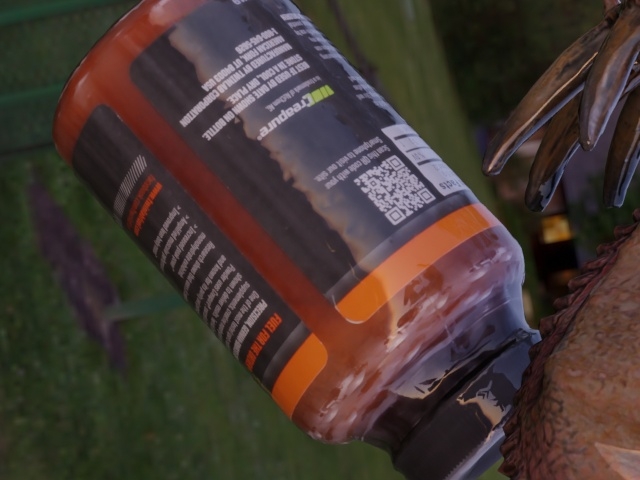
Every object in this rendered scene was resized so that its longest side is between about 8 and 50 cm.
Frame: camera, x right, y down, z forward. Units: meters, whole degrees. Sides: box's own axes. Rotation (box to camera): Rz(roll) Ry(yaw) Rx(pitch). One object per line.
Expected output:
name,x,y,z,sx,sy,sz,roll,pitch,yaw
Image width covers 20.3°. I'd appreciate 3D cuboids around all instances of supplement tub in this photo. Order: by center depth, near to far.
supplement tub,0.000,0.000,0.646,0.198,0.106,0.106,48,1,14

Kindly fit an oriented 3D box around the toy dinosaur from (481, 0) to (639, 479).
toy dinosaur,0.102,0.016,0.392,0.296,0.200,0.127,-45,163,-41
